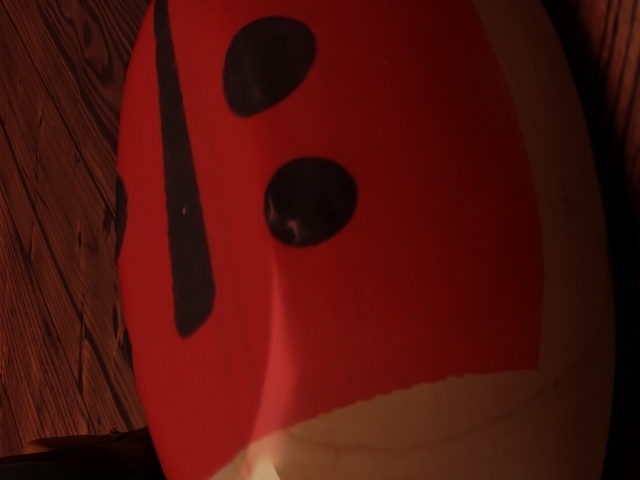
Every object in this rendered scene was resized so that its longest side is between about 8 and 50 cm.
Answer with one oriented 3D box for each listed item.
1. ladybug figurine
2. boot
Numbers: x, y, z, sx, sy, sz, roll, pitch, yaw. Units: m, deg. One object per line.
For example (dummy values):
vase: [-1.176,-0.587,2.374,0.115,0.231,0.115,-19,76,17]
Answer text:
ladybug figurine: [0.000,0.000,0.912,0.305,0.162,0.449,-45,46,44]
boot: [-0.192,0.176,1.392,0.280,0.264,0.096,-164,65,-69]
